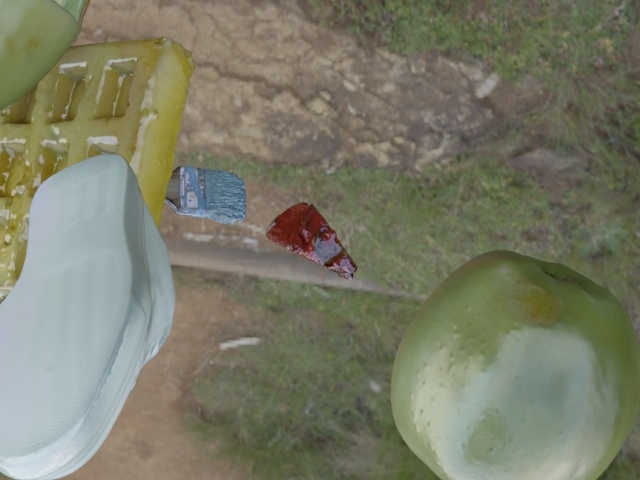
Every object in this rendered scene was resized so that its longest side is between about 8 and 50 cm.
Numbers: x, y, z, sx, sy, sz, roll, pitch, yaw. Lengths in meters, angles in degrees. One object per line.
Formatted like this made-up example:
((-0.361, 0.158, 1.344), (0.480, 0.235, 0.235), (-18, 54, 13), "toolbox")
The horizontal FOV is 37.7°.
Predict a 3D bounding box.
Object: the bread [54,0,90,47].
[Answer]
((-0.282, -0.216, 0.929), (0.074, 0.084, 0.139), (14, 110, -28), "bread")

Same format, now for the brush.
((-0.176, -0.055, 1.000), (0.196, 0.070, 0.021), (5, 145, -16), "brush")

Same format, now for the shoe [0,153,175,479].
((-0.129, 0.053, 0.564), (0.095, 0.265, 0.110), (-17, 127, 7), "shoe")

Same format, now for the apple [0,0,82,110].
((-0.348, -0.226, 0.614), (0.311, 0.360, 0.320), (-21, 123, -29), "apple")

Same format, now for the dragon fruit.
((0.001, -0.003, 1.107), (0.097, 0.131, 0.063), (27, 88, -23), "dragon fruit")

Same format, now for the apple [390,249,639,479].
((0.282, 0.192, 1.330), (0.357, 0.357, 0.357), (-2, 133, -2), "apple")

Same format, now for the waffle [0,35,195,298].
((-0.231, -0.058, 0.792), (0.247, 0.221, 0.055), (1, 165, 30), "waffle")
